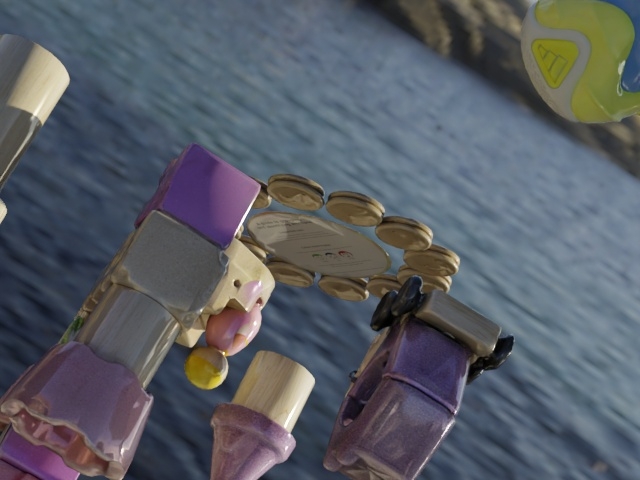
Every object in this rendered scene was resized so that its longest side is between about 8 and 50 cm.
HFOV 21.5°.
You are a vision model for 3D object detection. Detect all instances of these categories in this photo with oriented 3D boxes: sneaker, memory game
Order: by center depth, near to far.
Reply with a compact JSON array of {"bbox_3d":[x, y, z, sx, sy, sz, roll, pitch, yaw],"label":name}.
[{"bbox_3d":[0.204,-0.118,0.849,0.240,0.126,0.091,-29,95,-52],"label":"sneaker"},{"bbox_3d":[0.000,0.000,1.103,0.186,0.012,0.186,14,-20,5],"label":"memory game"}]

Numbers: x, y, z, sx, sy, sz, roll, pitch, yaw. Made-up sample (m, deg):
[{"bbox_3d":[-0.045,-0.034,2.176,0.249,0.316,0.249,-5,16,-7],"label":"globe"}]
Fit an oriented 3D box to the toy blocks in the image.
[{"bbox_3d":[-0.125,0.107,0.881,0.309,0.260,0.288,31,-24,-7],"label":"toy blocks"}]
